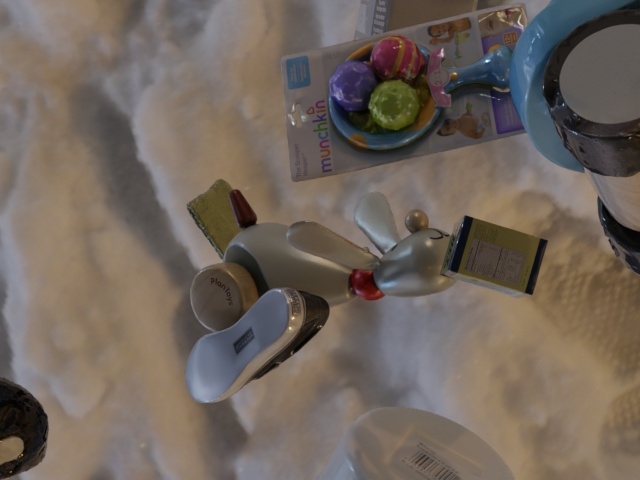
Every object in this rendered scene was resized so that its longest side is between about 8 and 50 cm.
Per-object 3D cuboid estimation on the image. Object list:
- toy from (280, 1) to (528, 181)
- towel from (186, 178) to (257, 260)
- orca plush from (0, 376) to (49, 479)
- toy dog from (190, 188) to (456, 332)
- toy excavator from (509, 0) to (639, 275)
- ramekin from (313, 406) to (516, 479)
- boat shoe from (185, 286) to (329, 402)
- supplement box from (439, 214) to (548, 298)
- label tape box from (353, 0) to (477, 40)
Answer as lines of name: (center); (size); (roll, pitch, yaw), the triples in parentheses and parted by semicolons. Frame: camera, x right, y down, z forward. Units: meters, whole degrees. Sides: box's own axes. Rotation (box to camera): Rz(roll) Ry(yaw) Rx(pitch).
toy: (0.076, -0.145, 1.119); (0.237, 0.056, 0.137); (-10, 65, 10)
towel: (-0.166, -0.028, 2.184); (0.027, 0.110, 0.148); (-27, 101, 48)
orca plush: (-0.318, 0.091, 0.855); (0.287, 0.151, 0.102); (23, 118, -13)
toy dog: (0.000, 0.000, 1.430); (0.333, 0.220, 0.161); (-13, 95, 16)
toy excavator: (0.318, -0.258, 0.961); (0.433, 0.222, 0.445); (-28, 53, 11)
ramekin: (0.127, 0.342, 1.610); (0.277, 0.277, 0.135); (29, 118, 16)
boat shoe: (-0.071, 0.120, 1.402); (0.228, 0.076, 0.080); (-44, 54, 39)
supplement box: (0.167, 0.017, 1.200); (0.083, 0.083, 0.056); (17, 85, 1)
label tape box: (0.130, -0.385, 1.503); (0.115, 0.249, 0.348); (6, 102, -7)
